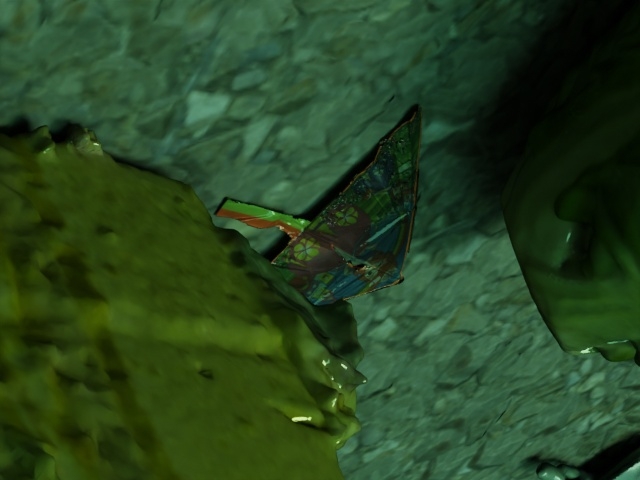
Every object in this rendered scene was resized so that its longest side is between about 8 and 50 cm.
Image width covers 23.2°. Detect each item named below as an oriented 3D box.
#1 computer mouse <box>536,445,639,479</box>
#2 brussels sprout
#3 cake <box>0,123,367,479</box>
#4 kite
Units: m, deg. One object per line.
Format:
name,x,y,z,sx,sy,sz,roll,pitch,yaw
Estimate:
computer mouse,0.281,0.249,1.337,0.167,0.090,0.379,-44,143,15
brussels sprout,0.217,-0.036,0.821,0.271,0.219,0.210,-26,134,27
cake,-0.125,0.101,0.706,0.286,0.222,0.227,10,130,-45
kite,0.000,0.000,0.864,0.190,0.010,0.159,-44,143,14
